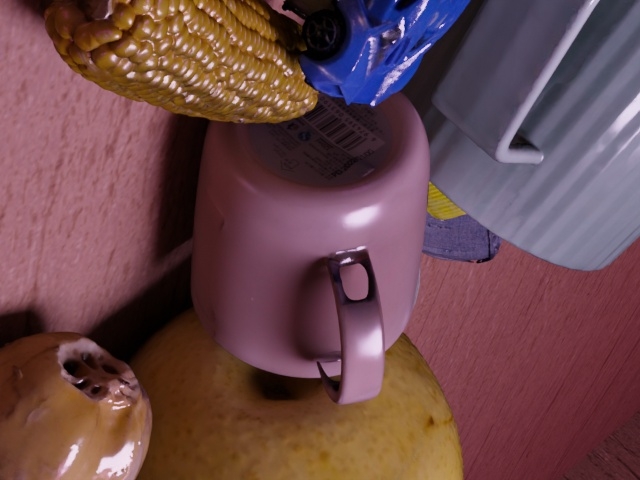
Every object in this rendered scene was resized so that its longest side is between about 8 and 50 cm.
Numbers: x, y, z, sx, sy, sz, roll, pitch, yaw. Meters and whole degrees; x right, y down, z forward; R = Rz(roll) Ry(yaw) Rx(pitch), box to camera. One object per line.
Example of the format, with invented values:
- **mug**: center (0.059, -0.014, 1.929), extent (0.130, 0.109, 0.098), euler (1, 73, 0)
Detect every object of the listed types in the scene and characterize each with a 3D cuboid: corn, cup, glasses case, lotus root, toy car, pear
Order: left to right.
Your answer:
- **lotus root**: center (-0.271, 0.214, 1.208), extent (0.342, 0.151, 0.169), euler (-48, 140, 14)
- **corn**: center (-0.088, -0.132, 1.015), extent (0.101, 0.101, 0.310), euler (-51, 161, 10)
- **pear**: center (-0.039, 0.206, 1.367), extent (0.348, 0.348, 0.348), euler (-39, 157, -20)
- **cup**: center (0.000, 0.000, 1.210), extent (0.192, 0.252, 0.200), euler (-8, 143, -12)
- **toy car**: center (0.069, -0.179, 1.023), extent (0.216, 0.063, 0.103), euler (-54, 155, 22)
- **glasses case**: center (0.127, -0.045, 1.552), extent (0.282, 0.109, 0.067), euler (72, 31, -65)
- **cup**: center (0.230, -0.208, 1.257), extent (0.401, 0.310, 0.392), euler (14, 123, -40)

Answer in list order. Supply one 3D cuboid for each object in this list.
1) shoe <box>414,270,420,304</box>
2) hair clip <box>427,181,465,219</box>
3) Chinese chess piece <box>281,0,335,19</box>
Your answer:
- **shoe**: center (0.036, 0.020, 1.512), extent (0.100, 0.103, 0.251), euler (-33, 150, -30)
- **hair clip**: center (0.068, -0.074, 1.382), extent (0.072, 0.046, 0.173), euler (-17, 142, 42)
- **Chinese chess piece**: center (0.052, -0.252, 1.077), extent (0.238, 0.092, 0.237), euler (-40, 159, -19)
